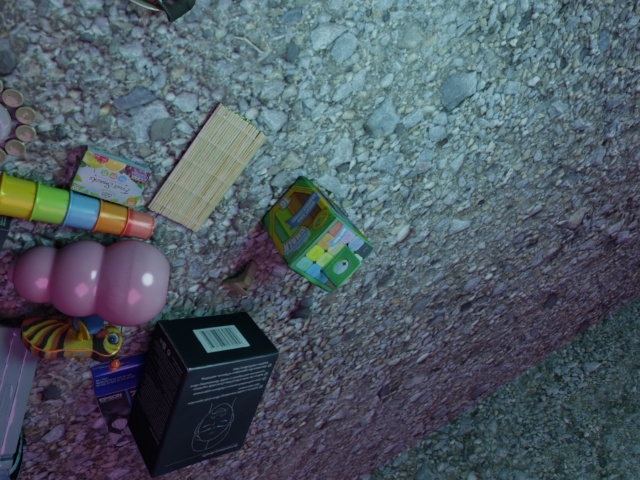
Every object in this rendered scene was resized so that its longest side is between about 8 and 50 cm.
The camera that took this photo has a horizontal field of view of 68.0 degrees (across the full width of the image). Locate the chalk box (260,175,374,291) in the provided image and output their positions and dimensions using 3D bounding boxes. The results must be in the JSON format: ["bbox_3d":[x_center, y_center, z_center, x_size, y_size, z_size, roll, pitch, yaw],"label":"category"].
[{"bbox_3d":[0.000,0.000,1.246,0.180,0.289,0.179,-46,132,8],"label":"chalk box"}]

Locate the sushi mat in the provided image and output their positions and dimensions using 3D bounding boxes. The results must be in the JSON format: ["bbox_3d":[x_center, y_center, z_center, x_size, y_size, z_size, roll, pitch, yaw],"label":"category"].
[{"bbox_3d":[-0.272,-0.169,1.158,0.151,0.019,0.316,29,106,-39],"label":"sushi mat"}]

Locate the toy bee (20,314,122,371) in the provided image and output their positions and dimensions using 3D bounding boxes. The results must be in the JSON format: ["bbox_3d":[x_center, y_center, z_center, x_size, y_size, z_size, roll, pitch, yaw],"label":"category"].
[{"bbox_3d":[-0.559,0.245,1.169,0.298,0.162,0.195,-15,155,-17],"label":"toy bee"}]

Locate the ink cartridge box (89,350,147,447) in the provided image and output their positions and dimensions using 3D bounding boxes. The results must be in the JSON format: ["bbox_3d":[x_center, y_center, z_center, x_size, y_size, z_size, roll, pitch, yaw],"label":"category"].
[{"bbox_3d":[-0.580,0.490,1.446,0.166,0.065,0.332,-13,127,-19],"label":"ink cartridge box"}]

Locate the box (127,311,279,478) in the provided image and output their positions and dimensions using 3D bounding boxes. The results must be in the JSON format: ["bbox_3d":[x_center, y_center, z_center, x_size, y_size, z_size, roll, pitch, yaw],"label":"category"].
[{"bbox_3d":[-0.344,0.433,1.380,0.294,0.212,0.395,2,118,-44],"label":"box"}]

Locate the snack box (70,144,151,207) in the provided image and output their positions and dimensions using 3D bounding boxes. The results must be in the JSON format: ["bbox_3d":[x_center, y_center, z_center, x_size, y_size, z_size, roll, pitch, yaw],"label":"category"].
[{"bbox_3d":[-0.467,-0.140,1.061,0.141,0.037,0.100,18,114,-37],"label":"snack box"}]

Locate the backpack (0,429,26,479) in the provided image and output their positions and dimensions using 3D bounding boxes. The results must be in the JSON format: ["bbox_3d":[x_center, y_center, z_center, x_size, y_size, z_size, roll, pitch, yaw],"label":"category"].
[{"bbox_3d":[-0.867,0.578,1.278,0.117,0.173,0.158,-1,124,-28],"label":"backpack"}]

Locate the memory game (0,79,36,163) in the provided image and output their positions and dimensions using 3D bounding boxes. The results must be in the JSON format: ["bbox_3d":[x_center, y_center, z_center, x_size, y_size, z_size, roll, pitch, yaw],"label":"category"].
[{"bbox_3d":[-0.651,-0.232,0.912,0.186,0.012,0.186,-14,129,-18],"label":"memory game"}]

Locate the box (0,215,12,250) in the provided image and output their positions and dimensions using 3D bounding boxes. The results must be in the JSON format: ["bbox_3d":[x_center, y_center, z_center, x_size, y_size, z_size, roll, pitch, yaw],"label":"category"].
[{"bbox_3d":[-0.745,-0.006,0.972,0.158,0.093,0.156,21,111,-36],"label":"box"}]

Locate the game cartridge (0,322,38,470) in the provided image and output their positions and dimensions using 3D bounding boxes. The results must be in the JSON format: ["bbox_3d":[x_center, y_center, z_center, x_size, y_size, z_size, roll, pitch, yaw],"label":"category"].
[{"bbox_3d":[-0.810,0.367,1.105,0.230,0.068,0.354,16,85,-45],"label":"game cartridge"}]

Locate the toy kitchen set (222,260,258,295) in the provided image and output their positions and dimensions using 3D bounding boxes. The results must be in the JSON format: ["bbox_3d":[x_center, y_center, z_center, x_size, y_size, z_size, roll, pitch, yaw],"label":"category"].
[{"bbox_3d":[-0.222,0.113,1.383,0.083,0.075,0.068,-10,137,30],"label":"toy kitchen set"}]

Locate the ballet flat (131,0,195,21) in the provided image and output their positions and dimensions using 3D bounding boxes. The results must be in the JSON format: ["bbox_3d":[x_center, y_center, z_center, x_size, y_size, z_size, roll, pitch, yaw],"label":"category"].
[{"bbox_3d":[-0.353,-0.488,0.836,0.096,0.095,0.280,-43,133,22],"label":"ballet flat"}]

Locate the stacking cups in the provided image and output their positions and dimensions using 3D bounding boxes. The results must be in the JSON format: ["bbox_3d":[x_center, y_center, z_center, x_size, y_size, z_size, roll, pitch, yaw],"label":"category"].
[{"bbox_3d":[-0.527,-0.066,1.046,0.316,0.096,0.096,13,116,-35],"label":"stacking cups"}]

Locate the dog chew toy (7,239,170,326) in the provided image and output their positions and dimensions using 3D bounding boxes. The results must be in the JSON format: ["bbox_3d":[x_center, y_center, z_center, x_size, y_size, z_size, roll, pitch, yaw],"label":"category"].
[{"bbox_3d":[-0.526,0.089,1.095,0.332,0.206,0.206,8,119,-20],"label":"dog chew toy"}]
